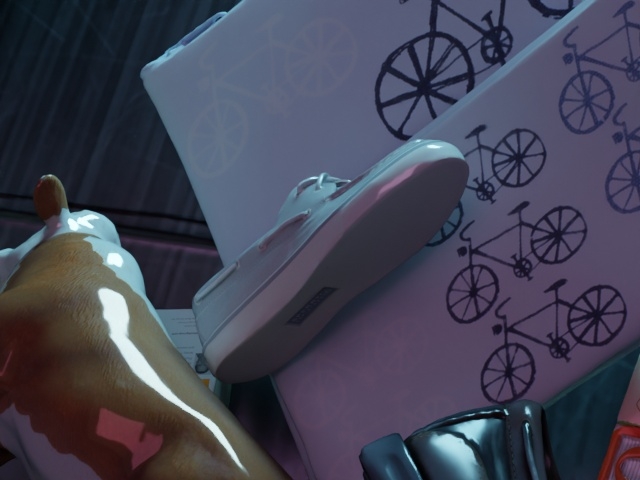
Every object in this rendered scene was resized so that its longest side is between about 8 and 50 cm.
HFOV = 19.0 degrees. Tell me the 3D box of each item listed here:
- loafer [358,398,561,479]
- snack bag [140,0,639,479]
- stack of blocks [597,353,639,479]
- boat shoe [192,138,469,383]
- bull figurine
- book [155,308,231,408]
[{"bbox_3d":[0.116,0.192,0.822,0.095,0.109,0.302,-26,56,-5],"label":"loafer"},{"bbox_3d":[0.065,-0.061,1.030,0.323,0.037,0.343,-37,59,23],"label":"snack bag"},{"bbox_3d":[0.222,0.146,0.932,0.171,0.087,0.297,15,65,21],"label":"stack of blocks"},{"bbox_3d":[0.000,0.000,1.005,0.184,0.066,0.063,-47,56,29],"label":"boat shoe"},{"bbox_3d":[-0.130,0.098,0.981,0.188,0.101,0.310,-35,49,-14],"label":"bull figurine"},{"bbox_3d":[-0.103,0.106,1.063,0.096,0.035,0.144,-1,60,16],"label":"book"}]
